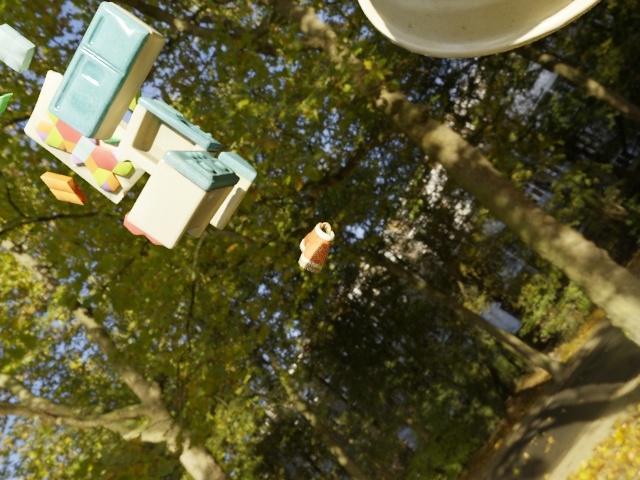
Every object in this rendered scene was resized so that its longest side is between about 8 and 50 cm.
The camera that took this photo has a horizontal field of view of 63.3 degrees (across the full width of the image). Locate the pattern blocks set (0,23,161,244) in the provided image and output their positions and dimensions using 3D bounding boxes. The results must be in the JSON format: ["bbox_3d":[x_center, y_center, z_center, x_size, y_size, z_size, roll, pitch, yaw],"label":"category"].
[{"bbox_3d":[-0.338,-0.142,0.762,0.285,0.325,0.026,-53,10,41],"label":"pattern blocks set"}]

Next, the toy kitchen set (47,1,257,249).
[{"bbox_3d":[-0.152,-0.109,0.447,0.122,0.207,0.166,-56,-1,12],"label":"toy kitchen set"}]

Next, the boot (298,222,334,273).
[{"bbox_3d":[0.000,0.000,1.013,0.158,0.059,0.084,-93,26,-74],"label":"boot"}]

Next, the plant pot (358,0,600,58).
[{"bbox_3d":[0.119,-0.388,0.445,0.333,0.334,0.305,-55,-31,5],"label":"plant pot"}]
